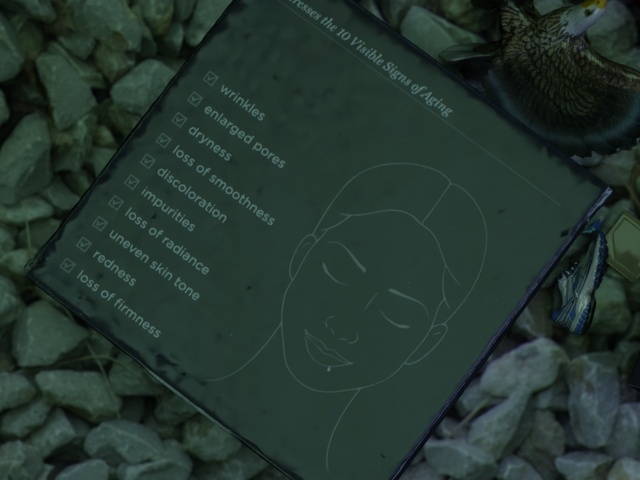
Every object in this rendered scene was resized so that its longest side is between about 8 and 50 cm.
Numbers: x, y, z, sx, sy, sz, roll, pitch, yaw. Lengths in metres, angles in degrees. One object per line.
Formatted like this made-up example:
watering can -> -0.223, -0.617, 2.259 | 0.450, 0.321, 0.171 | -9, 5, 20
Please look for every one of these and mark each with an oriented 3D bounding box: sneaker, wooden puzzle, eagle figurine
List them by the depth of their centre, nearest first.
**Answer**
eagle figurine -> 0.302, -0.219, 1.709 | 0.226, 0.225, 0.298 | -33, 83, -5
sneaker -> 0.326, 0.049, 1.772 | 0.058, 0.052, 0.135 | 17, 94, 22
wooden puzzle -> 0.400, 0.009, 1.797 | 0.116, 0.014, 0.078 | 45, 84, 4

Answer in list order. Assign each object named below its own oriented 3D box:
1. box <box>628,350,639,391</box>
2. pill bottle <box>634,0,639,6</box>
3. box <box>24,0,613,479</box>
box -> 0.586, 0.078, 1.634 | 0.312, 0.179, 0.343 | 19, 85, 38
pill bottle -> 0.513, -0.329, 1.697 | 0.229, 0.229, 0.408 | -41, 72, -2
box -> 0.000, 0.000, 1.663 | 0.480, 0.297, 0.472 | 37, 88, 4
